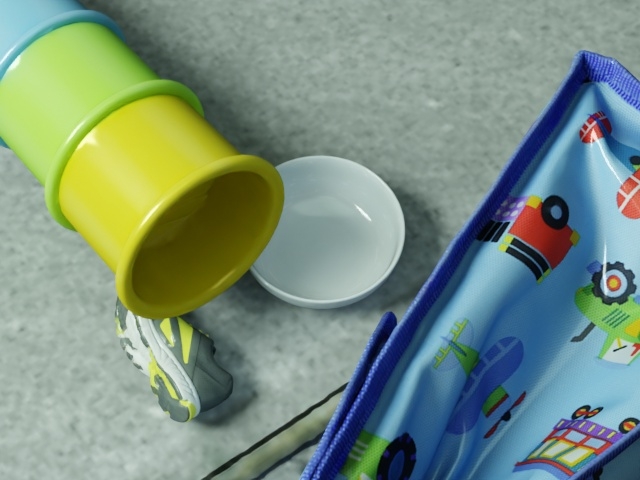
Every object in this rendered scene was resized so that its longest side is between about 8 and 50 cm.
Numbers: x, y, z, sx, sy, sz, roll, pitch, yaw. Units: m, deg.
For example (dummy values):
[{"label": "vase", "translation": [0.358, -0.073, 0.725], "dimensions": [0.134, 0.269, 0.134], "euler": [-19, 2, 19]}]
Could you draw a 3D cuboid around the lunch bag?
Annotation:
[{"label": "lunch bag", "translation": [0.061, 0.110, 0.686], "dimensions": [0.138, 0.221, 0.293], "euler": [35, 64, 17]}]

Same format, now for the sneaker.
[{"label": "sneaker", "translation": [-0.071, 0.051, 0.830], "dimensions": [0.035, 0.031, 0.083], "euler": [-13, 59, -32]}]

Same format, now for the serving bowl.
[{"label": "serving bowl", "translation": [0.000, 0.000, 0.858], "dimensions": [0.083, 0.027, 0.083], "euler": [1, 60, -2]}]

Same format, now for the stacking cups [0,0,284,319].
[{"label": "stacking cups", "translation": [-0.152, -0.091, 0.868], "dimensions": [0.096, 0.096, 0.316], "euler": [-36, 58, -20]}]
